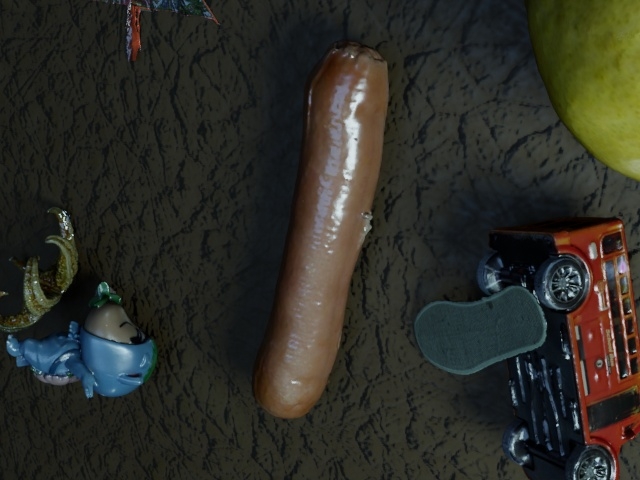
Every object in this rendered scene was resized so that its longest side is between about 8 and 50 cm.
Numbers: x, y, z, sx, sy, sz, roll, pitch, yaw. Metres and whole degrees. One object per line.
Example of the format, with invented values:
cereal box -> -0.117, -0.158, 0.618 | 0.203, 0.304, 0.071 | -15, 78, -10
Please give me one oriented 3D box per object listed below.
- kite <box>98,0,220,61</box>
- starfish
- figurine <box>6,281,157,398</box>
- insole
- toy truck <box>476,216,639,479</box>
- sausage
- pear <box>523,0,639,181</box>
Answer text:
kite -> -0.214, -0.303, 0.942 | 0.232, 0.009, 0.189 | 13, 108, 24
starfish -> -0.355, 0.035, 1.041 | 0.074, 0.146, 0.190 | 36, 132, -21
figurine -> -0.294, 0.122, 1.012 | 0.178, 0.114, 0.145 | 1, 82, -3
insole -> 0.145, 0.088, 0.772 | 0.232, 0.003, 0.080 | -32, 74, 66
toy truck -> 0.230, 0.107, 0.741 | 0.107, 0.114, 0.253 | -173, 71, -67
sausage -> 0.000, 0.000, 0.859 | 0.094, 0.094, 0.419 | 9, 109, -5
pear -> 0.293, -0.181, 0.545 | 0.314, 0.314, 0.315 | 7, 105, 26
